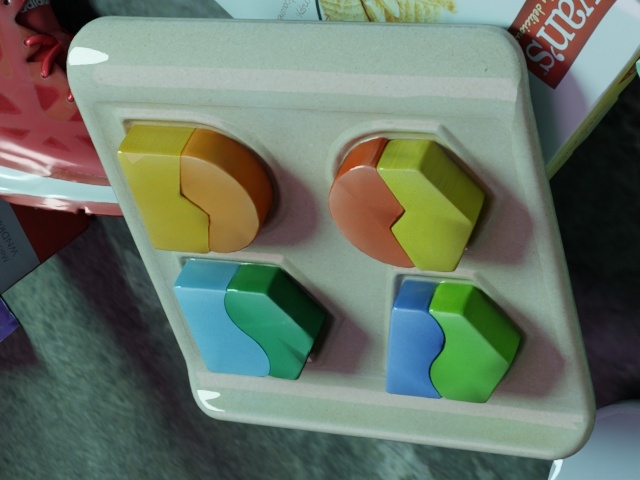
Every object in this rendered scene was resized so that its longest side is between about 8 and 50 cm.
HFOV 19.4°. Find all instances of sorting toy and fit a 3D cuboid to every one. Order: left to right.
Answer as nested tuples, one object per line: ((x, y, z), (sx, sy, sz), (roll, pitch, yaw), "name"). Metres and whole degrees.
((0.005, 0.006, 0.761), (0.193, 0.038, 0.208), (4, 131, 24), "sorting toy")

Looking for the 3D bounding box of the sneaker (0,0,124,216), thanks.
((-0.128, -0.081, 0.956), (0.221, 0.087, 0.128), (5, 96, 12), "sneaker")

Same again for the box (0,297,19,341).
((-0.356, 0.011, 1.328), (0.293, 0.057, 0.201), (-14, 114, 50), "box")

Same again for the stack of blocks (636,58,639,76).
((0.219, 0.041, 0.673), (0.171, 0.087, 0.297), (2, 125, 49), "stack of blocks")

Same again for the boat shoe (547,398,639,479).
((0.169, 0.196, 0.885), (0.095, 0.084, 0.258), (-8, 96, 22), "boat shoe")

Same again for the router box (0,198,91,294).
((-0.312, -0.068, 0.985), (0.082, 0.301, 0.335), (10, 131, 46), "router box")

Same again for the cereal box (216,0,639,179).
((0.018, -0.125, 0.729), (0.240, 0.047, 0.173), (43, 148, 8), "cereal box")
